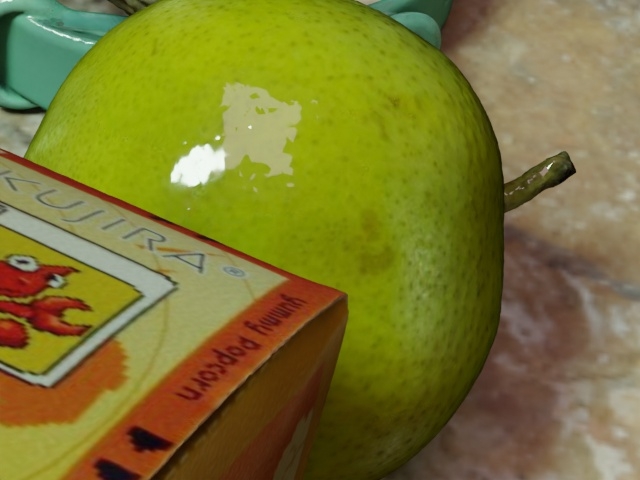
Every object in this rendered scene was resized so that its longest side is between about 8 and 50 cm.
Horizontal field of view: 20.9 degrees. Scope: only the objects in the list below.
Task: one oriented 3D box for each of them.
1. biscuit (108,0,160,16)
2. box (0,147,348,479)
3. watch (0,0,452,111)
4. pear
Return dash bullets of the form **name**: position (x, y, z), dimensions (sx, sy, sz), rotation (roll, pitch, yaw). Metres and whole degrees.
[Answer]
- **biscuit**: position (-0.083, -0.135, 0.678), dimensions (0.168, 0.082, 0.070), rotation (36, 78, 15)
- **box**: position (-0.180, 0.084, 0.437), dimensions (0.283, 0.214, 0.259), rotation (22, 27, 14)
- **watch**: position (-0.052, -0.129, 0.772), dimensions (0.237, 0.068, 0.195), rotation (-18, 57, -24)
- **pear**: position (0.000, 0.000, 0.610), dimensions (0.216, 0.166, 0.180), rotation (-3, 81, -34)
